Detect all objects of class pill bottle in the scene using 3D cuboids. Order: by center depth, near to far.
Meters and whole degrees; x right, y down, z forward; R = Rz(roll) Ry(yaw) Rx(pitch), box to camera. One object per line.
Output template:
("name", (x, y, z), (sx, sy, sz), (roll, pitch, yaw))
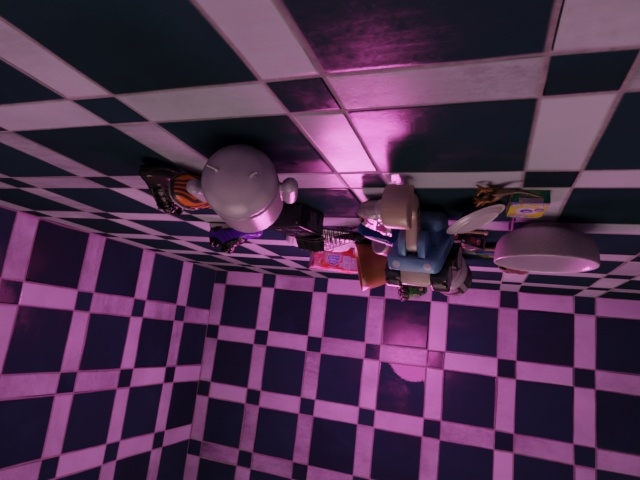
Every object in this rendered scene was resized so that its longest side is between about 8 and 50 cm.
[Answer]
("pill bottle", (0.327, 0.023, 2.010), (0.193, 0.108, 0.108), (14, 167, -36))
("pill bottle", (0.623, 0.155, 2.251), (0.204, 0.204, 0.361), (2, 167, 24))

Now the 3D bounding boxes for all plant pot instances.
("plant pot", (0.309, 0.114, 2.251), (0.254, 0.237, 0.237), (-8, 168, 0))

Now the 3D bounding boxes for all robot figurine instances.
("robot figurine", (-0.208, -0.139, 1.271), (0.299, 0.200, 0.353), (-4, 169, 1))

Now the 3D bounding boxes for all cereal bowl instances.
("cereal bowl", (0.796, 0.020, 1.633), (0.338, 0.141, 0.339), (6, 169, 1))

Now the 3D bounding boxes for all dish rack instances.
("dish rack", (0.047, -0.013, 1.940), (0.271, 0.074, 0.208), (-16, -167, -27))

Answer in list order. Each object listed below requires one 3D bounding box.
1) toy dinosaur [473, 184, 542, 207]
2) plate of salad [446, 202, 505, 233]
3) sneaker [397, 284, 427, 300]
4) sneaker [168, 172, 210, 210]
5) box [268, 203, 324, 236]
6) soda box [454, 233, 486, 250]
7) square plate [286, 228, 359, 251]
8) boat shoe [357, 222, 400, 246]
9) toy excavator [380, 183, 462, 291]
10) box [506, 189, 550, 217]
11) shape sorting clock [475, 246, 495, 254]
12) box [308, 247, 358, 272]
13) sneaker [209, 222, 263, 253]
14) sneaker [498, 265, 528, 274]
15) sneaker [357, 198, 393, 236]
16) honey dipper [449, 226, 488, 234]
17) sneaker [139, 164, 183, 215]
("toy dinosaur", (0.496, -0.133, 1.294), (0.112, 0.064, 0.211), (-9, -177, -17))
("plate of salad", (0.499, -0.075, 1.492), (0.199, 0.048, 0.200), (-19, 162, -6))
("sneaker", (0.462, 0.235, 2.318), (0.146, 0.134, 0.343), (-5, -175, 4))
("sneaker", (-0.327, -0.160, 1.503), (0.180, 0.125, 0.321), (-5, 175, 30))
("box", (-0.093, -0.076, 1.794), (0.155, 0.093, 0.158), (-2, 167, 34))
("soda box", (0.601, 0.001, 1.877), (0.168, 0.053, 0.060), (15, 166, -35))
("square plate", (0.000, 0.000, 2.238), (0.343, 0.049, 0.347), (8, 169, -3))
("boat shoe", (0.282, -0.029, 1.856), (0.258, 0.109, 0.089), (22, 178, 8))
("toy excavator", (0.315, -0.030, 1.531), (0.222, 0.446, 0.433), (4, -151, 28))
("box", (0.615, -0.103, 1.376), (0.105, 0.043, 0.179), (3, 170, 17))
("shape sorting clock", (0.775, 0.050, 2.053), (0.206, 0.041, 0.206), (5, 172, 1))
("box", (0.074, 0.100, 2.489), (0.256, 0.128, 0.122), (9, 168, -13))
("sneaker", (-0.407, -0.005, 2.194), (0.293, 0.146, 0.102), (2, 168, 26))
("sneaker", (0.973, 0.138, 2.314), (0.071, 0.066, 0.188), (10, 168, -14))
("sneaker", (0.197, -0.085, 1.597), (0.111, 0.103, 0.252), (7, 163, 20))
("honey dipper", (0.573, -0.035, 1.788), (0.160, 0.031, 0.030), (2, 169, 1))
("sneaker", (-0.505, -0.162, 1.516), (0.108, 0.130, 0.286), (6, 168, 12))
